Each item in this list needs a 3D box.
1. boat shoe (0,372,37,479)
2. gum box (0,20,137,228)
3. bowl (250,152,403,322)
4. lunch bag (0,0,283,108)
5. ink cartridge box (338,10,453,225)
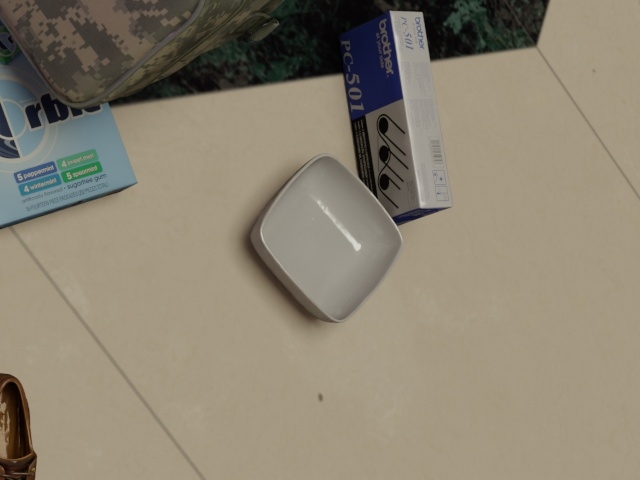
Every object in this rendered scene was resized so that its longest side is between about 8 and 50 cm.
[{"bbox_3d":[-0.281,0.203,1.727,0.064,0.060,0.178,3,77,-34],"label":"boat shoe"},{"bbox_3d":[-0.271,-0.115,1.824,0.157,0.041,0.184,-19,88,-36],"label":"gum box"},{"bbox_3d":[0.000,0.000,1.975,0.142,0.053,0.142,49,58,-15],"label":"bowl"},{"bbox_3d":[-0.182,-0.299,1.810,0.305,0.212,0.256,55,26,3],"label":"lunch bag"},{"bbox_3d":[0.076,-0.124,2.030,0.046,0.097,0.207,-3,81,-35],"label":"ink cartridge box"}]
